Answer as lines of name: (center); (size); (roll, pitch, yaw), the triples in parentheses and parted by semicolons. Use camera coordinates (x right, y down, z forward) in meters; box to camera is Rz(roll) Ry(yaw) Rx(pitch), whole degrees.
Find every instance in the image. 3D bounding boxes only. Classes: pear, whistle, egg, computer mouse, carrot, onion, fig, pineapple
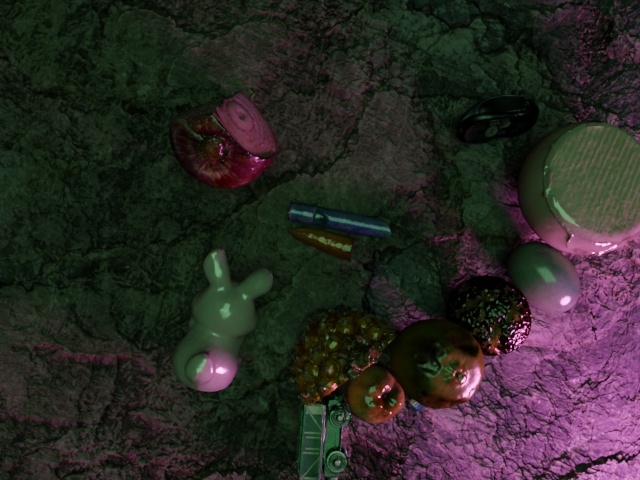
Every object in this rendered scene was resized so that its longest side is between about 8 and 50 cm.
pear: (0.153, 0.440, 1.429); (0.167, 0.136, 0.167); (2, 85, -20)
whistle: (0.058, -0.059, 1.447); (0.304, 0.062, 0.062); (11, 91, -5)
egg: (0.649, 0.108, 1.445); (0.236, 0.169, 0.169); (44, 88, -4)
computer mouse: (0.505, -0.355, 1.439); (0.233, 0.137, 0.097); (-9, 73, -2)
carrot: (0.000, 0.000, 1.441); (0.204, 0.072, 0.072); (16, 91, -3)
onion: (-0.270, -0.258, 1.341); (0.230, 0.272, 0.256); (-30, 88, 23)
fig: (0.305, 0.324, 1.355); (0.239, 0.271, 0.240); (-1, 98, -11)
pineapple: (0.048, 0.257, 1.328); (0.344, 0.286, 0.209); (-37, 80, -21)

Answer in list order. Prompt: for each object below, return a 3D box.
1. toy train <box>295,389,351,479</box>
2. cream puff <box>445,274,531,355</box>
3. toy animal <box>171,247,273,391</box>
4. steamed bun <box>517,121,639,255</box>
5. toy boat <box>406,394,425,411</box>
toy train: (0.009, 0.565, 1.443); (0.154, 0.115, 0.270); (4, 92, 4)
cream puff: (0.477, 0.219, 1.420); (0.238, 0.165, 0.239); (4, 103, 16)
toy animal: (-0.267, 0.214, 1.339); (0.196, 0.241, 0.368); (21, 91, -7)
steamed bun: (0.728, -0.139, 1.404); (0.374, 0.241, 0.375); (1, 83, -6)
toy boat: (0.318, 0.398, 1.471); (0.102, 0.088, 0.215); (43, 89, -1)
